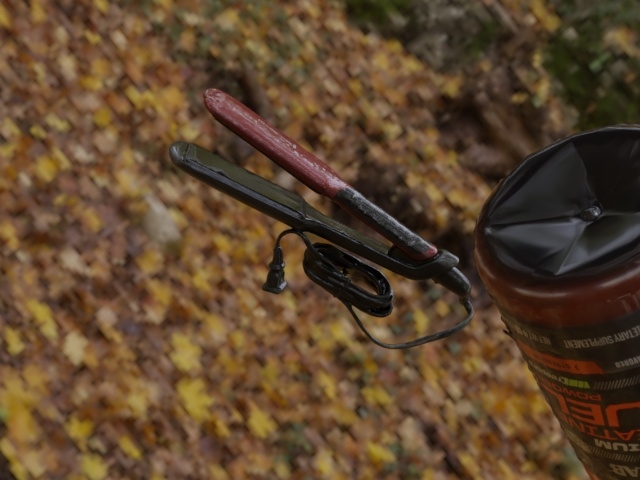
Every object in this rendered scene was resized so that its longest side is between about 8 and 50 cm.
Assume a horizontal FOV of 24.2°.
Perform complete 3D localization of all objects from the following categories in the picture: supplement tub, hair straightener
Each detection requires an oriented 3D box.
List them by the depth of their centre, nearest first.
[{"bbox_3d":[0.148,0.051,0.659,0.198,0.106,0.106,57,-2,-35],"label":"supplement tub"},{"bbox_3d":[0.000,0.000,0.949,0.230,0.089,0.047,32,18,-17],"label":"hair straightener"}]
